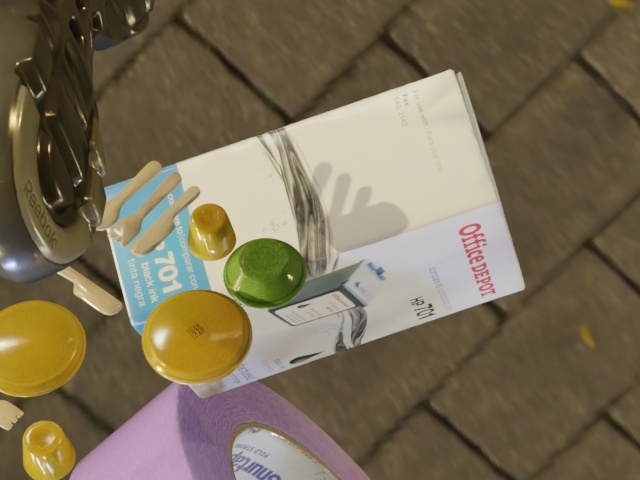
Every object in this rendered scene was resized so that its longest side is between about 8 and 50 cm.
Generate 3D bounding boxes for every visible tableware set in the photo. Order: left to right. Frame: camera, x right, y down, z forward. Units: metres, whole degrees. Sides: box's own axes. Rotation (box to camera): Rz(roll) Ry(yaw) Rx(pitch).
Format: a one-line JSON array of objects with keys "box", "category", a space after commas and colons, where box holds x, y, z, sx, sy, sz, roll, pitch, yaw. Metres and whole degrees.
[{"box": [-0.082, 0.040, 0.821, 0.154, 0.104, 0.024, -48, 156, -26], "category": "tableware set"}]

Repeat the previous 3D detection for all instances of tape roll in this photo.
[{"box": [-0.019, 0.205, 1.078, 0.090, 0.275, 0.275, -40, 112, 13], "category": "tape roll"}]

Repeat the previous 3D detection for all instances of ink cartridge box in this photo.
[{"box": [0.000, 0.000, 0.969, 0.190, 0.139, 0.082, -18, 67, 6], "category": "ink cartridge box"}]

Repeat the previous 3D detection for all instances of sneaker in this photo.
[{"box": [-0.128, -0.084, 0.682, 0.106, 0.267, 0.101, -11, 125, 12], "category": "sneaker"}]
